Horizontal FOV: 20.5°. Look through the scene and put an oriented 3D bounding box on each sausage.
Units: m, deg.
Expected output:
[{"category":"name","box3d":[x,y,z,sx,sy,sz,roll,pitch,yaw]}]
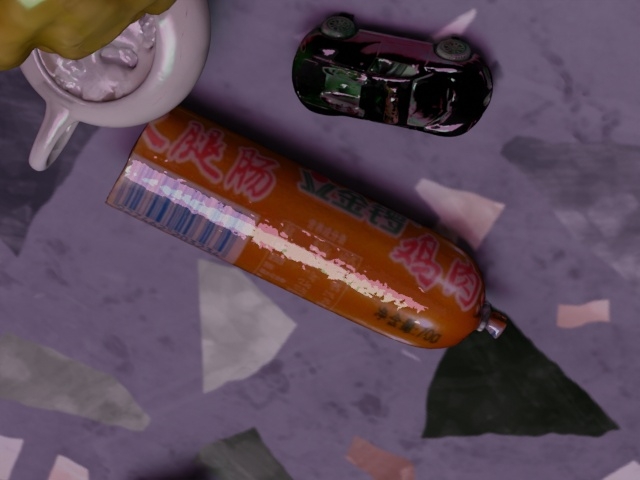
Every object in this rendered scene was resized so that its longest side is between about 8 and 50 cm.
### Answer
[{"category":"sausage","box3d":[0.000,0.000,1.313,0.312,0.093,0.093,26,127,-7]}]

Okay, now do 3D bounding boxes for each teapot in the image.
[{"category":"teapot","box3d":[-0.149,-0.143,1.231,0.145,0.092,0.226,30,119,4]}]

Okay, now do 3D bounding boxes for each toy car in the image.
[{"category":"toy car","box3d":[0.050,-0.110,1.245,0.142,0.055,0.069,11,130,6]}]

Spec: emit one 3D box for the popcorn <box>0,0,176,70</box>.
[{"category":"popcorn","box3d":[-0.198,-0.297,0.972,0.344,0.354,0.390,12,84,3]}]
